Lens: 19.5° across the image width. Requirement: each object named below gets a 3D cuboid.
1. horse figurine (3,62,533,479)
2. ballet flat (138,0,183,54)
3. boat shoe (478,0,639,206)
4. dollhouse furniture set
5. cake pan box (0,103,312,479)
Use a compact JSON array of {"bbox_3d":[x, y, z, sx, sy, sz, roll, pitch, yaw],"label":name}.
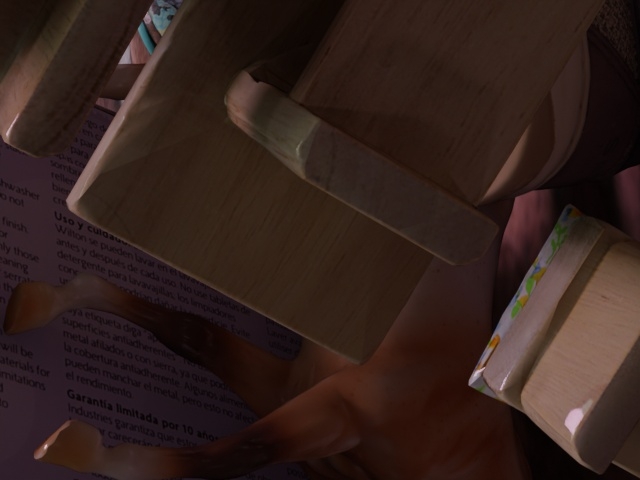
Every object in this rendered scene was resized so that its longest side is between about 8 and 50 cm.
[{"bbox_3d":[0.000,0.000,0.533,0.066,0.174,0.263,-42,39,44],"label":"horse figurine"},{"bbox_3d":[-0.077,-0.159,0.842,0.188,0.070,0.070,63,152,25],"label":"ballet flat"},{"bbox_3d":[0.042,-0.150,0.522,0.103,0.092,0.285,-16,81,45],"label":"boat shoe"},{"bbox_3d":[0.034,-0.099,0.400,0.242,0.212,0.161,-59,22,5],"label":"dollhouse furniture set"},{"bbox_3d":[-0.056,0.078,0.525,0.070,0.267,0.245,-33,52,35],"label":"cake pan box"}]
